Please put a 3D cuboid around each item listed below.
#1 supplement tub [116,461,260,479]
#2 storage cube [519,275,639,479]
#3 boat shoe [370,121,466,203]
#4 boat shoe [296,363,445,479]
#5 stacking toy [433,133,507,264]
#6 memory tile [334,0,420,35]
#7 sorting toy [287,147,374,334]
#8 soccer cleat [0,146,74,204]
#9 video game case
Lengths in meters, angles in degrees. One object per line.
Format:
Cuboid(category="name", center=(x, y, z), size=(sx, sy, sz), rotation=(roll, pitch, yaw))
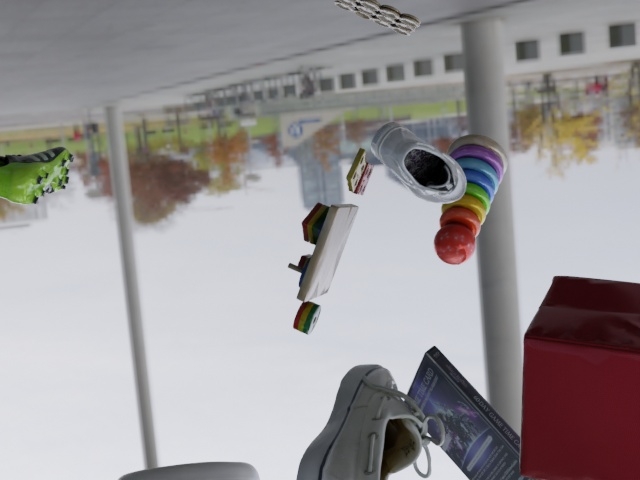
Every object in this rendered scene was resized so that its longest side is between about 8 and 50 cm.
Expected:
Cuboid(category="supplement tub", center=(-0.190, 0.502, 1.458), size=(0.228, 0.316, 0.228), rotation=(-6, 162, -2))
Cuboid(category="storage cube", center=(0.345, 0.163, 1.129), size=(0.193, 0.215, 0.183), rotation=(5, -157, 23))
Cuboid(category="boat shoe", center=(0.132, -0.082, 1.166), size=(0.063, 0.066, 0.184), rotation=(45, -176, 40))
Cuboid(category="boat shoe", center=(0.089, 0.264, 1.293), size=(0.156, 0.135, 0.367), rotation=(-1, -168, 16))
Cuboid(category="stacking toy", center=(0.311, -0.081, 2.122), size=(0.141, 0.141, 0.330), rotation=(-2, -137, 25))
Cuboid(category="memory tile", center=(0.097, -0.395, 1.687), size=(0.148, 0.012, 0.113), rotation=(22, 178, -5))
Cuboid(category="sorting toy", center=(0.000, 0.000, 1.324), size=(0.046, 0.274, 0.132), rotation=(22, -172, 12))
Cuboid(category="soccer cleat", center=(-0.342, -0.083, 1.150), size=(0.072, 0.060, 0.179), rotation=(17, -167, -1))
Cuboid(category="video game case", center=(0.228, 0.293, 1.382), size=(0.026, 0.274, 0.196), rotation=(-33, 158, -22))
